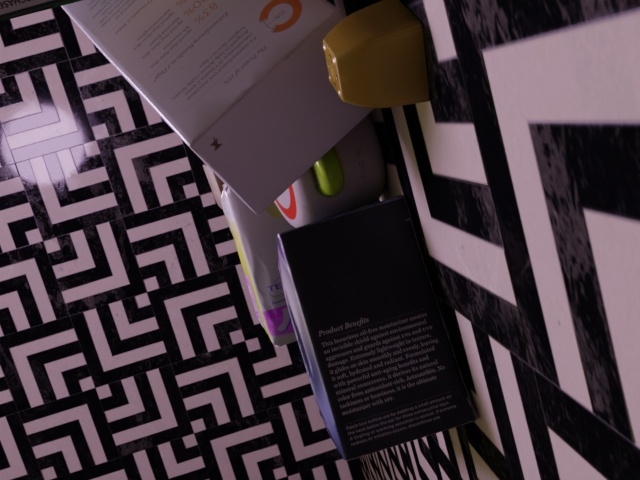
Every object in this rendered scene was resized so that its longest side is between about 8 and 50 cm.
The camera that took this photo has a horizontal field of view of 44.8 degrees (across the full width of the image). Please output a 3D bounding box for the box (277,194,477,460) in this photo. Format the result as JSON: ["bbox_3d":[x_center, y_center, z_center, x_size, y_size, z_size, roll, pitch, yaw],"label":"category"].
[{"bbox_3d":[0.058,0.123,1.084,0.296,0.183,0.294,110,144,-81],"label":"box"}]

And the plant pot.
[{"bbox_3d":[0.049,-0.174,0.747,0.081,0.083,0.081,-114,8,-51],"label":"plant pot"}]

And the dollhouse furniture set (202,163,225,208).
[{"bbox_3d":[-0.111,-0.115,1.537,0.242,0.212,0.161,18,130,58],"label":"dollhouse furniture set"}]

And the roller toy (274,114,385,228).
[{"bbox_3d":[-0.002,-0.125,1.082,0.209,0.146,0.191,59,163,27],"label":"roller toy"}]

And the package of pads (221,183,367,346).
[{"bbox_3d":[-0.024,0.009,1.292,0.101,0.229,0.296,-129,23,-75],"label":"package of pads"}]

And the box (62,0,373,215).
[{"bbox_3d":[-0.126,-0.234,0.958,0.345,0.215,0.168,46,178,34],"label":"box"}]

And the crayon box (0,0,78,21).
[{"bbox_3d":[-0.139,-0.313,0.735,0.313,0.363,0.106,-119,13,-67],"label":"crayon box"}]
